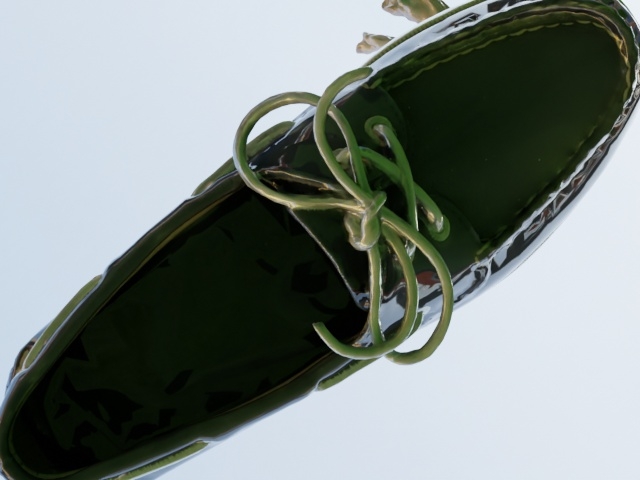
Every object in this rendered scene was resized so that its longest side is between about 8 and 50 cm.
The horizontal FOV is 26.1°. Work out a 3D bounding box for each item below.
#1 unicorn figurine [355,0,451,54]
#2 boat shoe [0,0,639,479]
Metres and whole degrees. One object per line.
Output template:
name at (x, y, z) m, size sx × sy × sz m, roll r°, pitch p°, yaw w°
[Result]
unicorn figurine at (0.079, -0.079, 0.701) m, size 0.111 × 0.162 × 0.060 m, roll 22°, pitch -83°, yaw 9°
boat shoe at (0.000, 0.000, 0.452) m, size 0.254 × 0.079 × 0.095 m, roll -31°, pitch -89°, yaw 6°
